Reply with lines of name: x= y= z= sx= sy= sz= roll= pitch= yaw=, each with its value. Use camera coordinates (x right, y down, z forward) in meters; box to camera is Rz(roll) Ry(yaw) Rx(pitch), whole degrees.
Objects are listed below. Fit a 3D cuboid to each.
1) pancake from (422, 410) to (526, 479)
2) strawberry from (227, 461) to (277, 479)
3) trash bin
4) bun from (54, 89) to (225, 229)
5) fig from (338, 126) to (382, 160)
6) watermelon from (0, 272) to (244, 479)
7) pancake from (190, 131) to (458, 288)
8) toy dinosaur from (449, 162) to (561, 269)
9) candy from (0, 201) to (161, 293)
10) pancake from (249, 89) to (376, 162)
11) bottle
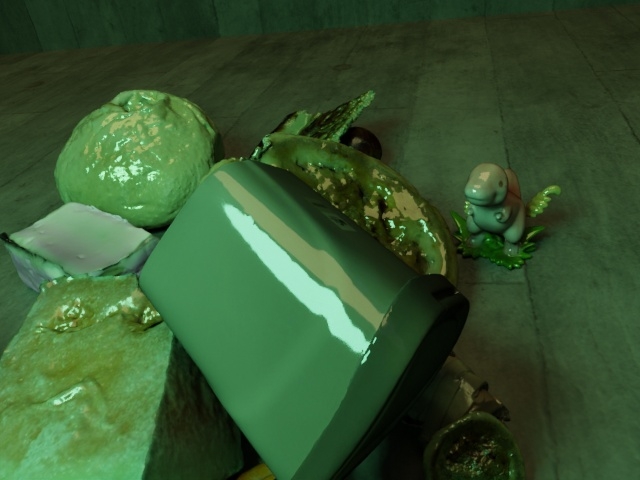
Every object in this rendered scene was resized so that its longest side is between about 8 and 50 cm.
pancake: x=0.150 y=0.223 z=0.537 sx=0.108 sy=0.108 sz=0.017 roll=-13 pitch=-6 yaw=-8
strawberry: x=-0.079 y=0.272 z=0.504 sx=0.140 sy=0.085 sz=0.192 roll=-25 pitch=-6 yaw=24
trash bin: x=-0.016 y=0.071 z=0.515 sx=0.250 sy=0.219 sz=0.220 roll=43 pitch=14 yaw=20
bun: x=-0.376 y=-0.181 z=1.142 sx=0.353 sy=0.227 sz=0.349 roll=-25 pitch=38 yaw=-16
fig: x=0.069 y=-0.206 z=1.209 sx=0.109 sy=0.103 sz=0.154 roll=1 pitch=34 yaw=-31
watermelon: x=-0.221 y=0.179 z=0.582 sx=0.264 sy=0.151 sz=0.302 roll=-7 pitch=40 yaw=13
pancake: x=0.000 y=0.001 z=0.740 sx=0.382 sy=0.071 sz=0.382 roll=8 pitch=58 yaw=-14
toy dinosaur: x=0.265 y=-0.061 z=0.868 sx=0.194 sy=0.177 sz=0.152 roll=-31 pitch=40 yaw=-34
candy: x=-0.395 y=0.030 z=0.928 sx=0.265 sy=0.115 sz=0.155 roll=16 pitch=39 yaw=33
pancake: x=-0.042 y=-0.209 z=1.179 sx=0.305 sy=0.067 sz=0.426 roll=-22 pitch=26 yaw=29
bottle: x=0.132 y=0.171 z=0.608 sx=0.099 sy=0.099 sz=0.152 roll=-25 pitch=46 yaw=-24
